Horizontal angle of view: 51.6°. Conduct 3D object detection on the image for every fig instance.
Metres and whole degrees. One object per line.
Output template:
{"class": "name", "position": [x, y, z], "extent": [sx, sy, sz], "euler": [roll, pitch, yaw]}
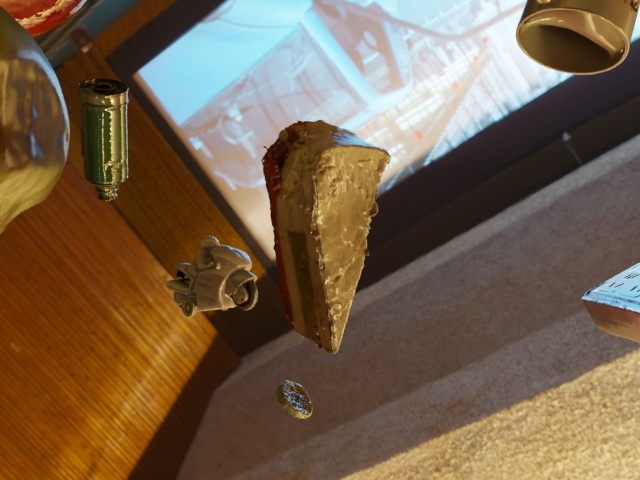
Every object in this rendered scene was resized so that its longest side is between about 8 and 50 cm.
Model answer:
{"class": "fig", "position": [-0.339, -0.114, 0.516], "extent": [0.239, 0.271, 0.239], "euler": [-41, 176, -3]}

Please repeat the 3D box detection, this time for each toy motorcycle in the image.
{"class": "toy motorcycle", "position": [-0.234, 0.075, 1.445], "extent": [0.260, 0.171, 0.110], "euler": [-6, 178, 40]}

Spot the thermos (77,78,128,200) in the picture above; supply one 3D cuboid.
{"class": "thermos", "position": [-0.344, -0.153, 1.040], "extent": [0.083, 0.188, 0.073], "euler": [7, -151, -4]}

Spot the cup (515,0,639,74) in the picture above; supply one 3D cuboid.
{"class": "cup", "position": [0.309, -0.311, 0.817], "extent": [0.134, 0.173, 0.142], "euler": [149, -38, -75]}

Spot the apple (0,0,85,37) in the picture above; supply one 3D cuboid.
{"class": "apple", "position": [-0.336, -0.328, 0.693], "extent": [0.201, 0.218, 0.218], "euler": [-50, -162, -21]}

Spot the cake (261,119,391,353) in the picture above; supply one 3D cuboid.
{"class": "cake", "position": [-0.014, -0.005, 0.639], "extent": [0.086, 0.116, 0.221], "euler": [27, -79, 48]}

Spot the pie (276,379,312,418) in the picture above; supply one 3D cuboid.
{"class": "pie", "position": [-0.046, 0.288, 1.206], "extent": [0.017, 0.085, 0.085], "euler": [-46, -170, 21]}

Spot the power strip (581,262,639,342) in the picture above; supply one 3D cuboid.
{"class": "power strip", "position": [0.283, 0.039, 0.475], "extent": [0.109, 0.038, 0.279], "euler": [-29, 178, 3]}
